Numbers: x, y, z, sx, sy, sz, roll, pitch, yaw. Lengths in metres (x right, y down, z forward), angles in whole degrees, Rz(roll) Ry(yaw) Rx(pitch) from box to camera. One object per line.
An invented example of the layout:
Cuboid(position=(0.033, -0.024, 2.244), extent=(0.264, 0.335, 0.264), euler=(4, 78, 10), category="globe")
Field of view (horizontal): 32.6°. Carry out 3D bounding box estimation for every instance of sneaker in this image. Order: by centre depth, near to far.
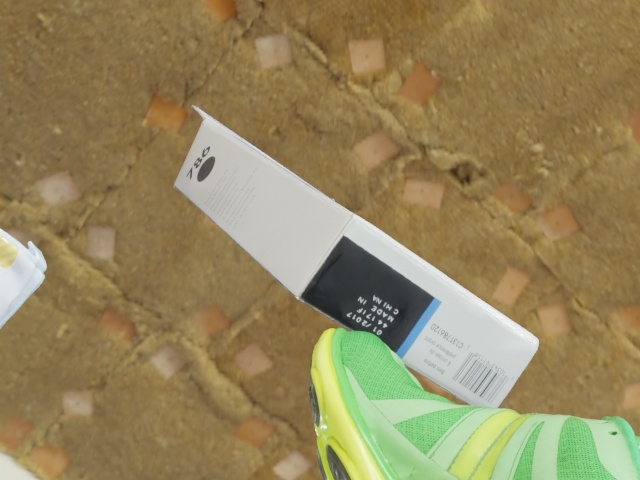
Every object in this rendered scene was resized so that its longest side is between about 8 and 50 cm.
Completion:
Cuboid(position=(0.083, 0.126, 0.486), extent=(0.123, 0.295, 0.110), euler=(-18, -61, -19), category="sneaker")

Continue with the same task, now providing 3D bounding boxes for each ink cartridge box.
Cuboid(position=(0.000, 0.000, 0.774), extent=(0.165, 0.332, 0.065), euler=(32, -86, -27), category="ink cartridge box")

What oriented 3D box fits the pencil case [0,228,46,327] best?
Cuboid(position=(-0.362, 0.098, 0.966), extent=(0.124, 0.273, 0.113), euler=(22, -20, 27), category="pencil case")
